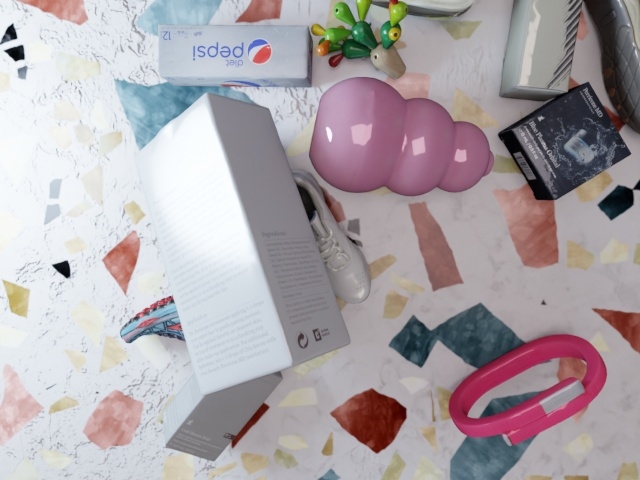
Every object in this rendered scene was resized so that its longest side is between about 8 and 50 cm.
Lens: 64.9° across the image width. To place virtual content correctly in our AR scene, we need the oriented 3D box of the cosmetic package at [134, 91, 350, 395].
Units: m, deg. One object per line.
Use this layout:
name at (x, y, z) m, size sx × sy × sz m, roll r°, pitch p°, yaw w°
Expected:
cosmetic package at (-0.146, 0.008, 0.878) m, size 0.230 × 0.161 × 0.453 m, roll -26°, pitch 77°, yaw 34°

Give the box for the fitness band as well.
fitness band at (0.377, 0.272, 0.932) m, size 0.291 × 0.209 × 0.054 m, roll -30°, pitch 96°, yaw 8°

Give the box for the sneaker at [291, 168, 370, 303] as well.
sneaker at (0.000, 0.000, 0.975) m, size 0.111 × 0.129 × 0.297 m, roll -33°, pitch 94°, yaw 5°

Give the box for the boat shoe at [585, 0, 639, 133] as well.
boat shoe at (0.580, -0.368, 0.888) m, size 0.130 × 0.132 × 0.355 m, roll -16°, pitch 96°, yaw 6°

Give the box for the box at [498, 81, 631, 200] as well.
box at (0.449, -0.181, 0.938) m, size 0.158 × 0.093 × 0.156 m, roll -32°, pitch 93°, yaw 6°

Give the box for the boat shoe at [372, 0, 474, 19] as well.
boat shoe at (0.135, -0.479, 0.932) m, size 0.305 × 0.091 × 0.109 m, roll 16°, pitch 98°, yaw 3°

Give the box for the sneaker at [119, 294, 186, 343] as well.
sneaker at (-0.283, 0.173, 1.029) m, size 0.262 × 0.104 × 0.125 m, roll -22°, pitch 96°, yaw 7°

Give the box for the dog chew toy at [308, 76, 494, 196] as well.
dog chew toy at (0.151, -0.173, 0.917) m, size 0.331 × 0.206 × 0.207 m, roll 11°, pitch 97°, yaw -5°

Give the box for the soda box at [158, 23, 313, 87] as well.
soda box at (-0.160, -0.351, 0.968) m, size 0.286 × 0.091 × 0.098 m, roll 2°, pitch 95°, yaw 4°

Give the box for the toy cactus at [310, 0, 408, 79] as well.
toy cactus at (0.092, -0.360, 0.921) m, size 0.180 × 0.219 × 0.112 m, roll 34°, pitch 58°, yaw -33°

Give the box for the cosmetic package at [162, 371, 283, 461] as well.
cosmetic package at (-0.200, 0.314, 1.018) m, size 0.127 × 0.107 × 0.238 m, roll 32°, pitch 102°, yaw -30°

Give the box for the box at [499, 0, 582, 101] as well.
box at (0.403, -0.401, 0.909) m, size 0.094 × 0.113 × 0.275 m, roll 6°, pitch 98°, yaw 3°
